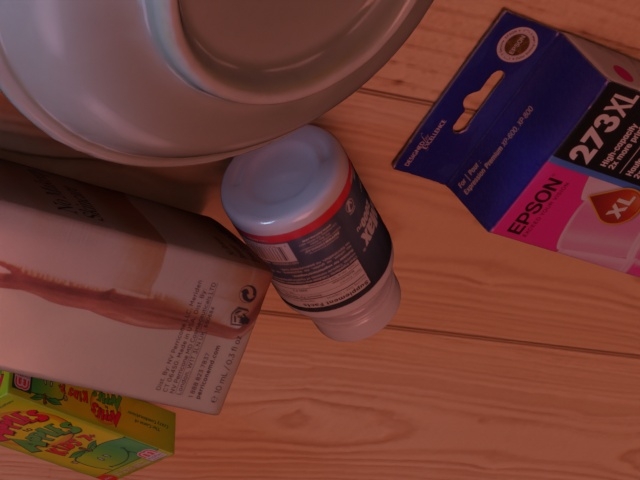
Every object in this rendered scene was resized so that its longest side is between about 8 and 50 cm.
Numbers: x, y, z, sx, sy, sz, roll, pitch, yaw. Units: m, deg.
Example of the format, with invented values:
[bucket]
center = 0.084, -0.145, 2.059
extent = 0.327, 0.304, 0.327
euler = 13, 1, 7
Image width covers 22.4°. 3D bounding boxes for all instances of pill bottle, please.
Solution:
[pill bottle]
center = 0.000, 0.000, 1.325
extent = 0.108, 0.108, 0.180
euler = -26, 136, 5

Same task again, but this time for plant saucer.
[plant saucer]
center = -0.032, -0.201, 1.044
extent = 0.400, 0.100, 0.400
euler = -23, 136, -25

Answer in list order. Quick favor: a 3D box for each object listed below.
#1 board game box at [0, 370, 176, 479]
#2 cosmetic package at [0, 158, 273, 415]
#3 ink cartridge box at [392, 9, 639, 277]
[board game box]
center = -0.226, 0.157, 1.418
extent = 0.181, 0.043, 0.092
euler = 27, 140, -38
[cosmetic package]
center = -0.207, 0.023, 1.215
extent = 0.296, 0.153, 0.129
euler = 15, 102, -31
[ink cartridge box]
center = 0.260, -0.064, 1.397
extent = 0.371, 0.069, 0.176
euler = 17, 125, -29
